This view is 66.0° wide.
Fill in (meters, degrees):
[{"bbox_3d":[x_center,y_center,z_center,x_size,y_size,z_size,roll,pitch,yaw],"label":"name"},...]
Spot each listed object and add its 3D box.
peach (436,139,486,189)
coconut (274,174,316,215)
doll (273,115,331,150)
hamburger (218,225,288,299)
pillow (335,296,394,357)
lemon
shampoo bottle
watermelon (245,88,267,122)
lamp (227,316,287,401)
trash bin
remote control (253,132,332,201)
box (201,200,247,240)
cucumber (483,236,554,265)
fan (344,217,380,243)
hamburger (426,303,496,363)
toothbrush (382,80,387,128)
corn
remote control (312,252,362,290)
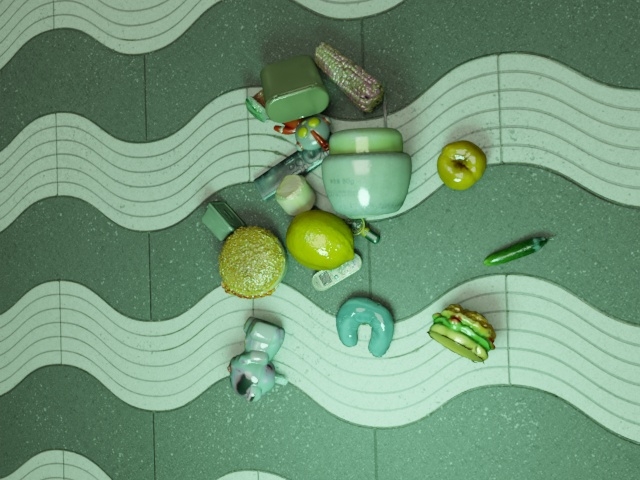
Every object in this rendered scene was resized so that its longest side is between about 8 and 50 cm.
[{"bbox_3d":[0.505,-0.273,1.779,0.179,0.103,0.179,0,90,13],"label":"peach"},{"bbox_3d":[-0.093,-0.172,1.934,0.147,0.153,0.147,-14,54,20],"label":"coconut"},{"bbox_3d":[-0.068,-0.455,1.924,0.199,0.105,0.336,-40,64,2],"label":"doll"},{"bbox_3d":[-0.266,0.089,1.962,0.275,0.179,0.294,8,91,14],"label":"hamburger"},{"bbox_3d":[0.167,0.327,1.886,0.233,0.086,0.214,14,99,18],"label":"pillow"},{"bbox_3d":[-0.004,-0.002,1.860,0.263,0.236,0.236,-4,88,11],"label":"lemon"},{"bbox_3d":[0.164,-0.238,1.765,0.322,0.322,0.318,0,95,16],"label":"shampoo bottle"},{"bbox_3d":[-0.238,-0.559,2.033,0.098,0.121,0.158,40,56,-2],"label":"watermelon"},{"bbox_3d":[-0.233,0.476,1.956,0.247,0.247,0.301,21,83,-24],"label":"lamp"},{"bbox_3d":[-0.105,-0.587,1.887,0.243,0.121,0.248,-15,53,1],"label":"trash bin"},{"bbox_3d":[-0.098,-0.300,1.988,0.377,0.044,0.107,-31,84,14],"label":"remote control"},{"bbox_3d":[-0.406,-0.075,2.042,0.172,0.124,0.093,47,112,13],"label":"box"},{"bbox_3d":[0.699,0.037,1.745,0.250,0.056,0.056,-25,83,16],"label":"cucumber"},{"bbox_3d":[0.164,-0.039,1.911,0.155,0.039,0.082,37,99,12],"label":"fan"},{"bbox_3d":[0.500,0.313,1.723,0.237,0.237,0.149,29,79,15],"label":"hamburger"},{"bbox_3d":[0.248,-0.519,1.901,0.014,0.017,0.195,-1,92,22],"label":"toothbrush"},{"bbox_3d":[0.104,-0.630,1.890,0.335,0.126,0.127,44,101,14],"label":"corn"},{"bbox_3d":[0.066,0.123,1.938,0.221,0.042,0.078,-32,82,15],"label":"remote control"}]
